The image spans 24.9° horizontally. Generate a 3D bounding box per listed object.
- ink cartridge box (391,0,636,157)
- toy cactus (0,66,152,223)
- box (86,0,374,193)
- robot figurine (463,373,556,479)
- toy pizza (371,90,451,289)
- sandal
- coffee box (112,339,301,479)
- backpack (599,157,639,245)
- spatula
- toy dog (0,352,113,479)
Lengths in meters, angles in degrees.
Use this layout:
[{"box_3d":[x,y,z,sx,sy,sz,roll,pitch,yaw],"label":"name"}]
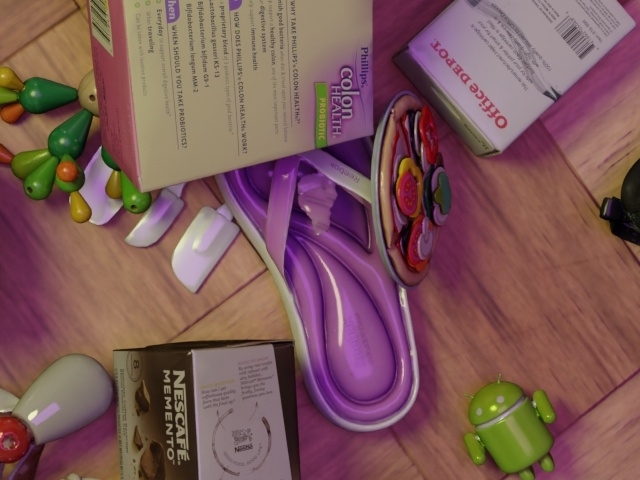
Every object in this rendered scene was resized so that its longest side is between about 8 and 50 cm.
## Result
[{"box_3d":[0.202,-0.210,1.535,0.208,0.087,0.153,-42,95,-9],"label":"ink cartridge box"},{"box_3d":[-0.245,-0.122,1.448,0.219,0.112,0.180,30,73,14],"label":"toy cactus"},{"box_3d":[-0.082,-0.187,1.342,0.243,0.117,0.213,-15,124,-21],"label":"box"},{"box_3d":[0.201,0.199,1.529,0.101,0.067,0.115,-32,93,11],"label":"robot figurine"},{"box_3d":[0.097,-0.051,1.463,0.032,0.201,0.201,-1,88,21],"label":"toy pizza"},{"box_3d":[0.014,-0.006,1.483,0.169,0.102,0.416,-23,93,-15],"label":"sandal"},{"box_3d":[-0.108,0.247,1.412,0.119,0.168,0.297,-2,88,-34],"label":"coffee box"},{"box_3d":[0.486,-0.045,1.525,0.263,0.213,0.276,44,79,-16],"label":"backpack"},{"box_3d":[-0.130,-0.090,1.510,0.168,0.019,0.242,35,83,-6],"label":"spatula"},{"box_3d":[-0.365,0.233,1.416,0.334,0.161,0.220,-10,86,-24],"label":"toy dog"}]
